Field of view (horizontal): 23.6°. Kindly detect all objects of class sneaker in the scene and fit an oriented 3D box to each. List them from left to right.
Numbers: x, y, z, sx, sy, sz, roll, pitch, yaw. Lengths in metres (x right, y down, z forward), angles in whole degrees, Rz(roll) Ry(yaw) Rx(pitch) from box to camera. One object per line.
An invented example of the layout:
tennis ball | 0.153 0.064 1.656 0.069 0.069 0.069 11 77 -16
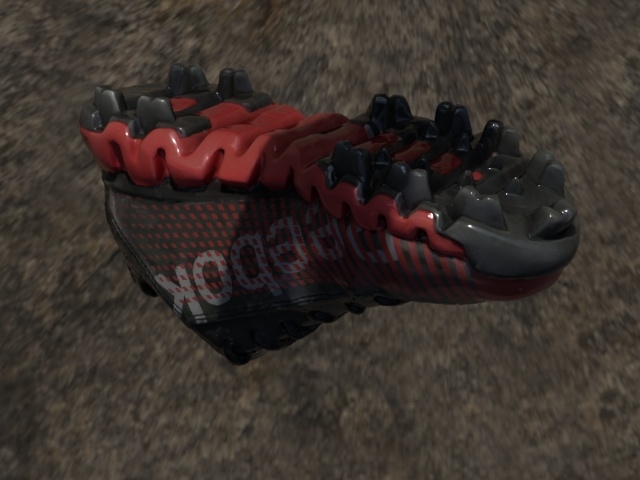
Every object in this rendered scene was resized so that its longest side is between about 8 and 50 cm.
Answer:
sneaker | 0.000 0.000 0.720 0.276 0.097 0.135 13 114 37
